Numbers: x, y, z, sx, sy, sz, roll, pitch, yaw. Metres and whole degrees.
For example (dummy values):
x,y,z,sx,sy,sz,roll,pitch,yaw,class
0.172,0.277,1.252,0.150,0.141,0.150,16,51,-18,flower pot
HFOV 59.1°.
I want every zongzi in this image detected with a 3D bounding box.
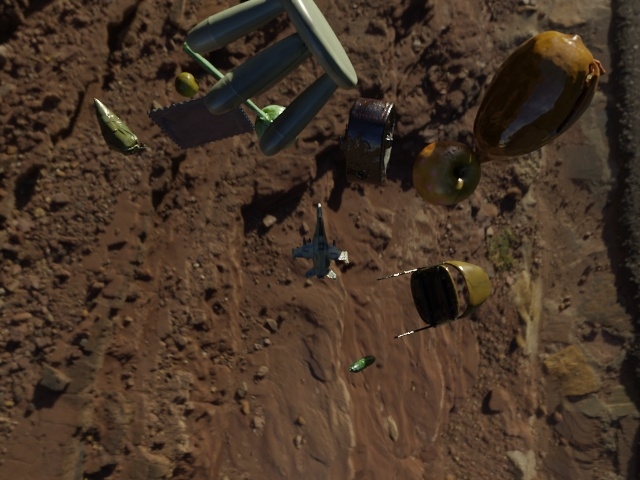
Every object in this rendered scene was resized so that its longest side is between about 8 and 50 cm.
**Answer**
x,y,z,sx,sy,sz,roll,pitch,yaw,class
-0.467,-0.260,1.297,0.062,0.130,0.154,-34,36,-27,zongzi

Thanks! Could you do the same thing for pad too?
x,y,z,sx,sy,sz,roll,pitch,yaw,class
-0.361,-0.369,1.753,0.270,0.269,0.012,-14,72,9,pad

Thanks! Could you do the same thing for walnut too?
x,y,z,sx,sy,sz,roll,pitch,yaw,class
0.449,-0.295,1.238,0.209,0.209,0.336,51,119,21,walnut

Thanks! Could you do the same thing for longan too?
x,y,z,sx,sy,sz,roll,pitch,yaw,class
-0.400,-0.472,1.707,0.083,0.075,0.075,-25,68,-2,longan

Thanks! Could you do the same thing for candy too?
x,y,z,sx,sy,sz,roll,pitch,yaw,class
-0.189,-0.349,1.397,0.119,0.440,0.119,-10,68,25,candy

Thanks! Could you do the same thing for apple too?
x,y,z,sx,sy,sz,roll,pitch,yaw,class
0.263,-0.143,1.196,0.146,0.146,0.146,-3,69,7,apple

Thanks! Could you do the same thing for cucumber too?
x,y,z,sx,sy,sz,roll,pitch,yaw,class
0.128,0.399,1.809,0.037,0.155,0.037,5,98,35,cucumber

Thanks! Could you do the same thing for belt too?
x,y,z,sx,sy,sz,roll,pitch,yaw,class
0.140,-0.304,1.757,0.164,0.289,0.184,12,45,12,belt

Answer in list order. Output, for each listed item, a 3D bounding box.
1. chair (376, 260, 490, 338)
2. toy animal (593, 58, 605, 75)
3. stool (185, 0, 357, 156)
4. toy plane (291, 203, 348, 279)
x,y,z,sx,sy,sz,roll,pitch,yaw,class
0.302,0.139,1.454,0.172,0.247,0.158,-23,79,44,chair
0.732,-0.483,1.786,0.281,0.169,0.195,-47,31,26,toy animal
-0.073,-0.277,0.882,0.199,0.195,0.195,-29,60,15,stool
-0.003,0.005,1.846,0.192,0.088,0.262,5,58,-15,toy plane
